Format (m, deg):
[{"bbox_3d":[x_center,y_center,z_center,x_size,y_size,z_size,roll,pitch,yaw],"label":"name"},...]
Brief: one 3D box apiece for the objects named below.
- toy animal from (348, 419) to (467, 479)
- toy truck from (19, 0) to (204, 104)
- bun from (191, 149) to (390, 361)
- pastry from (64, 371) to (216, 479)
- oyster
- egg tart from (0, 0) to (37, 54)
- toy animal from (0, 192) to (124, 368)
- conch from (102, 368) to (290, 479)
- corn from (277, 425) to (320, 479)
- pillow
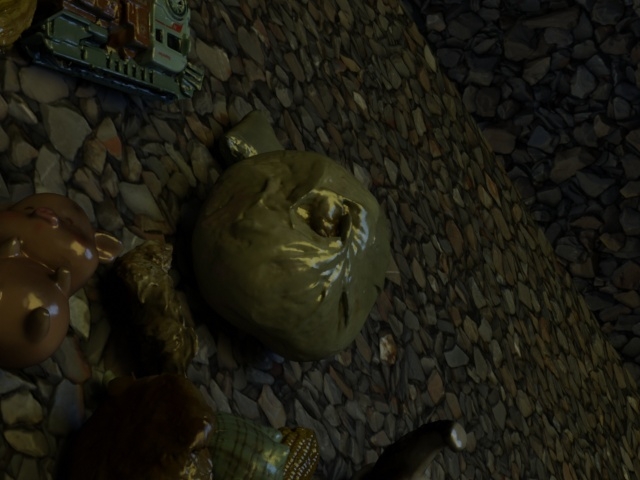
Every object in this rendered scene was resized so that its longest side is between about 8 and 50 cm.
[{"bbox_3d":[0.095,0.467,1.933,0.194,0.302,0.344,51,52,-18],"label":"toy animal"},{"bbox_3d":[-0.319,-0.318,1.905,0.338,0.133,0.184,21,60,-53],"label":"toy truck"},{"bbox_3d":[-0.030,0.015,1.978,0.361,0.213,0.361,14,66,-34],"label":"bun"},{"bbox_3d":[-0.218,0.269,1.495,0.218,0.229,0.100,36,-10,50],"label":"pastry"},{"bbox_3d":[-0.235,0.109,1.721,0.107,0.161,0.233,0,64,-27],"label":"oyster"},{"bbox_3d":[-0.492,-0.372,1.657,0.279,0.095,0.279,37,43,-44],"label":"egg tart"},{"bbox_3d":[-0.348,0.046,1.492,0.166,0.154,0.250,33,40,-13],"label":"toy animal"},{"bbox_3d":[-0.124,0.300,1.660,0.386,0.169,0.203,57,-12,2],"label":"conch"},{"bbox_3d":[-0.069,0.357,1.835,0.097,0.097,0.262,60,29,-13],"label":"corn"},{"bbox_3d":[-0.113,-0.155,2.218,0.134,0.077,0.181,60,25,-12],"label":"pillow"}]
